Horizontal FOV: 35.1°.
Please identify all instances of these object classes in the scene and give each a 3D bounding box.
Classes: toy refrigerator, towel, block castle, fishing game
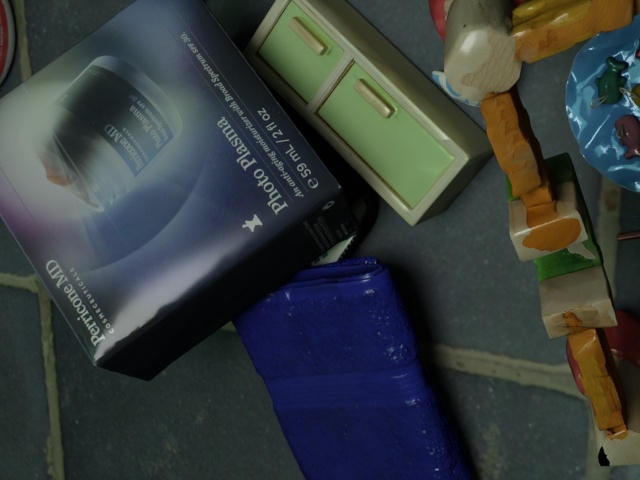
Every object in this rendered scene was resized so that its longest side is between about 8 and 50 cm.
[{"bbox_3d":[0.048,-0.149,1.074,0.269,0.094,0.102,47,121,13],"label":"toy refrigerator"},{"bbox_3d":[0.039,0.169,1.152,0.227,0.076,0.308,-10,110,38],"label":"towel"},{"bbox_3d":[0.296,-0.056,0.815,0.303,0.213,0.453,-18,117,18],"label":"block castle"},{"bbox_3d":[0.319,-0.129,0.950,0.189,0.041,0.264,-9,98,34],"label":"fishing game"}]

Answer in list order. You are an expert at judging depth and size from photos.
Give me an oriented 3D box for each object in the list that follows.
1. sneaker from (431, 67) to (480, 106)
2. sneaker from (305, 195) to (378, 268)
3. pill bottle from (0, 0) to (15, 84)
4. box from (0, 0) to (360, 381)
[{"bbox_3d":[0.173,-0.244,0.978,0.086,0.085,0.237,22,114,9],"label":"sneaker"},{"bbox_3d":[0.000,0.000,1.163,0.075,0.057,0.161,39,122,10],"label":"sneaker"},{"bbox_3d":[-0.584,-0.259,1.262,0.210,0.363,0.210,8,106,29],"label":"pill bottle"},{"bbox_3d":[-0.165,-0.059,1.056,0.294,0.183,0.296,-37,75,0],"label":"box"}]
